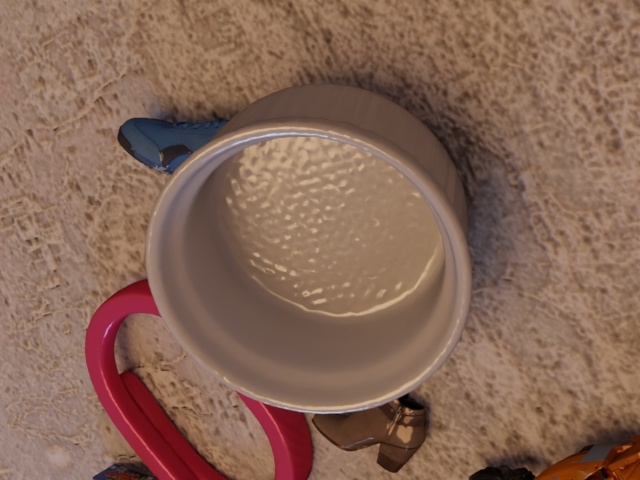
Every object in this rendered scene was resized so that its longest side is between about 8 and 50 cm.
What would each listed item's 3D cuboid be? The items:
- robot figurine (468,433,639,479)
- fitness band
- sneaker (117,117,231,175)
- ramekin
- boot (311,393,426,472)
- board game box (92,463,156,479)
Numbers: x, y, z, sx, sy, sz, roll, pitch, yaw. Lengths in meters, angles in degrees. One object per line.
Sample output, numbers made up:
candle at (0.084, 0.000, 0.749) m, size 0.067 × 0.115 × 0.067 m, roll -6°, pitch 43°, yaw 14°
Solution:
robot figurine at (0.240, 0.281, 1.327) m, size 0.211 × 0.085 × 0.291 m, roll 53°, pitch 132°, yaw 0°
fitness band at (-0.133, 0.173, 1.557) m, size 0.291 × 0.054 × 0.209 m, roll 51°, pitch 132°, yaw 0°
sneaker at (-0.097, -0.090, 1.384) m, size 0.209 × 0.069 × 0.082 m, roll 24°, pitch 115°, yaw 23°
ramekin at (0.000, 0.000, 1.264) m, size 0.277 × 0.135 × 0.277 m, roll 5°, pitch 119°, yaw 10°
boot at (0.052, 0.172, 1.437) m, size 0.118 × 0.042 × 0.087 m, roll 27°, pitch 121°, yaw 20°
board game box at (-0.183, 0.358, 1.672) m, size 0.136 × 0.035 × 0.201 m, roll -1°, pitch 116°, yaw 62°
